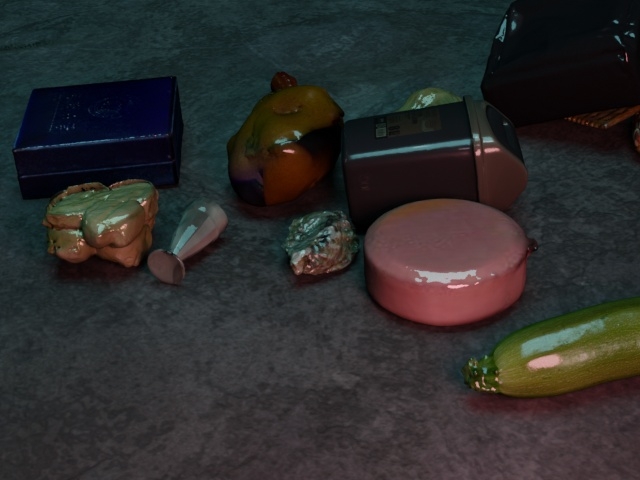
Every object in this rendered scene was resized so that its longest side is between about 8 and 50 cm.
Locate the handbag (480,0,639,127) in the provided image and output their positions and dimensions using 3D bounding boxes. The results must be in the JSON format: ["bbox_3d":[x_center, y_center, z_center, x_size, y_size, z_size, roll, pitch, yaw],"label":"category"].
[{"bbox_3d":[0.474,-0.344,2.106,0.302,0.178,0.275,-10,41,35],"label":"handbag"}]

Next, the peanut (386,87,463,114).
[{"bbox_3d":[0.171,-0.207,2.035,0.236,0.120,0.110,-24,76,-39],"label":"peanut"}]

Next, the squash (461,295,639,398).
[{"bbox_3d":[0.377,0.135,1.489,0.395,0.107,0.107,-10,33,-10],"label":"squash"}]

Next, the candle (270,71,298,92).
[{"bbox_3d":[-0.062,-0.296,2.261,0.053,0.048,0.162,-22,35,-6],"label":"candle"}]

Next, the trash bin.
[{"bbox_3d":[0.183,-0.126,1.858,0.291,0.182,0.209,-6,31,6],"label":"trash bin"}]

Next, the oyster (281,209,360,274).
[{"bbox_3d":[0.000,0.000,1.777,0.125,0.064,0.177,-9,31,-1],"label":"oyster"}]

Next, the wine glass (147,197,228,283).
[{"bbox_3d":[-0.211,-0.001,1.784,0.073,0.073,0.155,10,34,20],"label":"wine glass"}]

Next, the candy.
[{"bbox_3d":[0.191,0.029,1.680,0.255,0.094,0.255,-2,32,1],"label":"candy"}]

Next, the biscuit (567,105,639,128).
[{"bbox_3d":[0.524,-0.253,2.102,0.144,0.016,0.203,-27,22,-10],"label":"biscuit"}]

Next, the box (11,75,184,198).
[{"bbox_3d":[-0.399,-0.195,2.075,0.279,0.116,0.261,-6,33,-2],"label":"box"}]

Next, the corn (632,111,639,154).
[{"bbox_3d":[0.603,-0.220,2.058,0.080,0.079,0.237,5,33,12],"label":"corn"}]

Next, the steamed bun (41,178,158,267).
[{"bbox_3d":[-0.344,-0.017,1.794,0.178,0.106,0.192,-8,24,0],"label":"steamed bun"}]

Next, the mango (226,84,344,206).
[{"bbox_3d":[-0.056,-0.169,1.962,0.201,0.152,0.287,12,36,17],"label":"mango"}]
